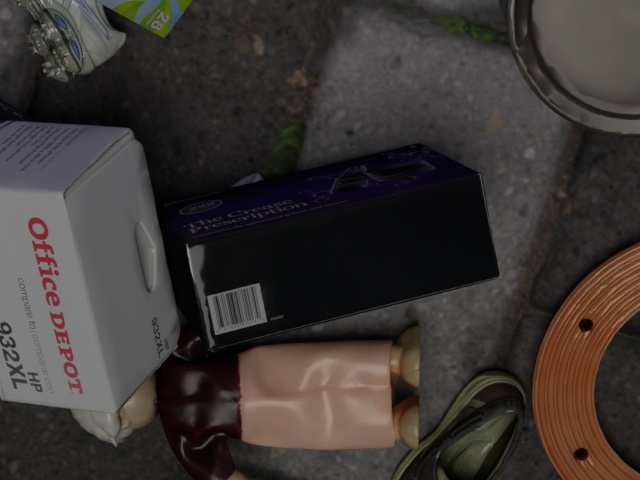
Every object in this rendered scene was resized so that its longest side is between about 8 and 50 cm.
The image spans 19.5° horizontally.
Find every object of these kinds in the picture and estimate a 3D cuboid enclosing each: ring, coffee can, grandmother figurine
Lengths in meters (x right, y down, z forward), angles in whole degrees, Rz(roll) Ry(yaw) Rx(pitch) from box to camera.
[{"bbox_3d":[0.373,0.140,1.803,0.337,0.032,0.336,0,112,0],"label":"ring"},{"bbox_3d":[0.242,-0.223,1.534,0.202,0.275,0.201,0,111,0],"label":"coffee can"},{"bbox_3d":[-0.076,0.153,1.782,0.342,0.104,0.207,1,84,3],"label":"grandmother figurine"}]

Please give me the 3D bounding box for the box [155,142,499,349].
[{"bbox_3d":[0.000,0.000,1.635,0.261,0.184,0.103,-14,102,-11],"label":"box"}]

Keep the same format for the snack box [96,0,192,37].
[{"bbox_3d":[-0.147,-0.300,1.582,0.174,0.070,0.207,27,111,-39],"label":"snack box"}]

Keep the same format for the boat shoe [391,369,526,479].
[{"bbox_3d":[0.128,0.229,1.816,0.080,0.073,0.223,29,108,-10],"label":"boat shoe"}]

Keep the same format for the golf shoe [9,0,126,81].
[{"bbox_3d":[-0.237,-0.233,1.659,0.086,0.069,0.176,-28,98,-30],"label":"golf shoe"}]

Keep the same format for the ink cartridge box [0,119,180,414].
[{"bbox_3d":[-0.301,0.017,1.638,0.307,0.129,0.223,4,121,24],"label":"ink cartridge box"}]

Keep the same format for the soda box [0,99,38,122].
[{"bbox_3d":[-0.261,-0.070,1.711,0.169,0.060,0.053,30,114,-10],"label":"soda box"}]

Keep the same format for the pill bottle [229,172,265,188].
[{"bbox_3d":[-0.052,-0.019,1.738,0.043,0.043,0.083,-31,108,12],"label":"pill bottle"}]
